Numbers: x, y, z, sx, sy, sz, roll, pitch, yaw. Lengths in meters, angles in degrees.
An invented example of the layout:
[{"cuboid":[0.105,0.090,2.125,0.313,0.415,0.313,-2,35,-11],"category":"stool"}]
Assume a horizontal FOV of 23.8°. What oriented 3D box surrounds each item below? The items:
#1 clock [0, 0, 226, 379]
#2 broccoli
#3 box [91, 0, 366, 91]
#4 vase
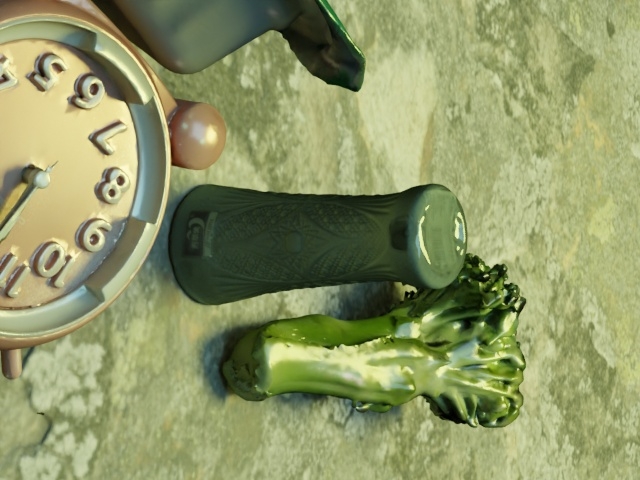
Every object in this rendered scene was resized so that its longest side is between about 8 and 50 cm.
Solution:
[{"cuboid":[-0.208,-0.044,0.938,0.227,0.142,0.241,48,62,-41],"category":"clock"},{"cuboid":[0.046,0.092,1.290,0.304,0.145,0.165,-3,102,-43],"category":"broccoli"},{"cuboid":[-0.139,-0.230,0.976,0.106,0.264,0.337,-44,129,-7],"category":"box"},{"cuboid":[0.000,0.000,1.132,0.096,0.219,0.096,4,85,-53],"category":"vase"}]
